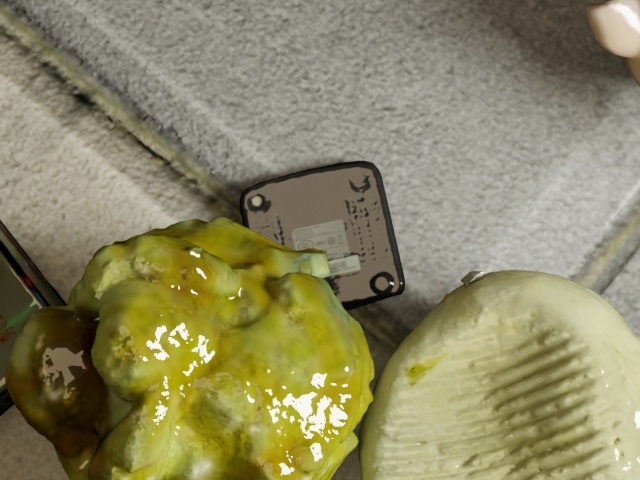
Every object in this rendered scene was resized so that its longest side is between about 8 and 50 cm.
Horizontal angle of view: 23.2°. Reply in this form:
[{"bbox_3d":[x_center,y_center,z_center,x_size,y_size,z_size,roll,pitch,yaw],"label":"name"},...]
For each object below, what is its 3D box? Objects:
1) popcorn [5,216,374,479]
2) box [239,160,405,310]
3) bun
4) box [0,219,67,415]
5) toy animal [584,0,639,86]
[{"bbox_3d":[-0.094,0.106,1.196,0.276,0.276,0.226,16,101,6],"label":"popcorn"},{"bbox_3d":[0.000,0.000,1.324,0.126,0.027,0.125,-13,83,3],"label":"box"},{"bbox_3d":[0.164,0.153,1.233,0.259,0.160,0.259,-5,73,16],"label":"bun"},{"bbox_3d":[-0.375,0.105,1.317,0.310,0.084,0.198,-40,83,0],"label":"box"},{"bbox_3d":[0.346,-0.205,1.252,0.166,0.154,0.250,40,87,12],"label":"toy animal"}]
